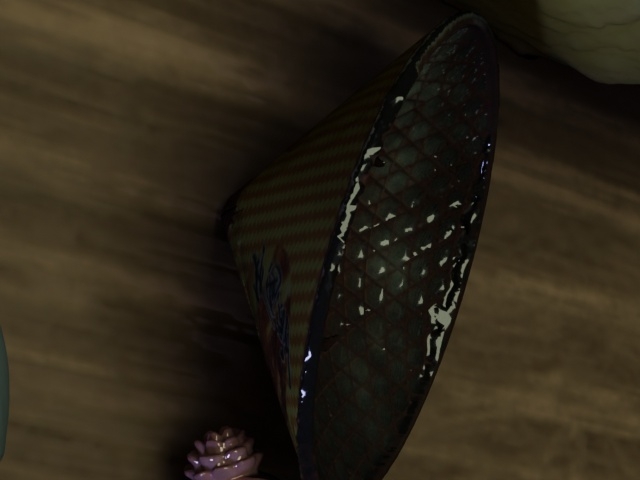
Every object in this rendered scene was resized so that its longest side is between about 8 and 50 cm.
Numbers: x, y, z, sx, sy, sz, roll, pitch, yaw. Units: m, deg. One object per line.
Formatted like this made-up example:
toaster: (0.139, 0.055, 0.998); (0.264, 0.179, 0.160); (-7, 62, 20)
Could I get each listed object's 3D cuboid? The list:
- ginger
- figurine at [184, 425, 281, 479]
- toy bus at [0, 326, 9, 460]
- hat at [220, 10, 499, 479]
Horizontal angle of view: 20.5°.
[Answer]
ginger: (0.102, -0.146, 0.758); (0.193, 0.115, 0.122); (44, 42, -39)
figurine: (-0.049, 0.133, 0.627); (0.072, 0.054, 0.129); (42, 66, -11)
toy bus: (-0.222, 0.070, 0.414); (0.288, 0.194, 0.232); (7, 92, -39)
hat: (0.000, 0.000, 0.670); (0.193, 0.082, 0.193); (15, 90, -72)
